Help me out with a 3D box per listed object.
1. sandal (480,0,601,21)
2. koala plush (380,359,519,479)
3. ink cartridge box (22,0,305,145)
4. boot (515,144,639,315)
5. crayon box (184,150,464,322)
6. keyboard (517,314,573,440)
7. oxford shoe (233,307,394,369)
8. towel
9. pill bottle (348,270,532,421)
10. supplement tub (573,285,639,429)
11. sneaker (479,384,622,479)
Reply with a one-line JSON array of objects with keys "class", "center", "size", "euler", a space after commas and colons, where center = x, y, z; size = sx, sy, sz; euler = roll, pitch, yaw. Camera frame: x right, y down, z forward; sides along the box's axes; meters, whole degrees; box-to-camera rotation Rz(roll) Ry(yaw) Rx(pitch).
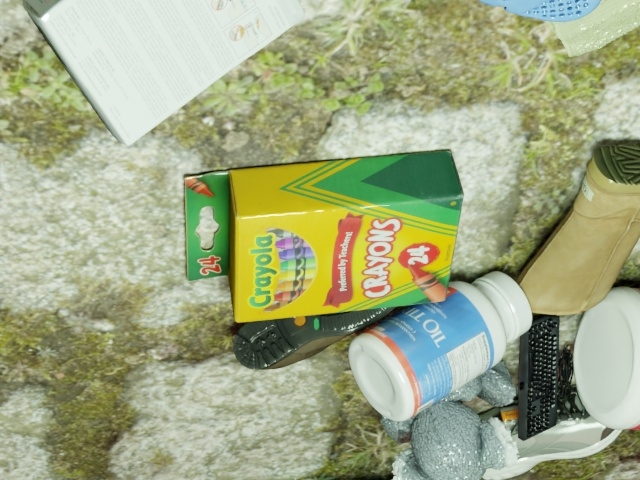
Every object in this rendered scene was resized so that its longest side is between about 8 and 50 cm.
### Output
[{"class": "sandal", "center": [0.160, -0.279, 1.502], "size": [0.317, 0.138, 0.126], "euler": [18, 130, -34]}, {"class": "koala plush", "center": [0.160, 0.239, 2.055], "size": [0.196, 0.221, 0.203], "euler": [-22, 140, 12]}, {"class": "ink cartridge box", "center": [-0.152, -0.229, 1.531], "size": [0.232, 0.066, 0.189], "euler": [-40, 135, -10]}, {"class": "boot", "center": [0.390, -0.012, 1.931], "size": [0.236, 0.089, 0.269], "euler": [4, 141, -13]}, {"class": "crayon box", "center": [0.000, 0.000, 1.838], "size": [0.319, 0.081, 0.202], "euler": [-6, 141, -7]}, {"class": "keyboard", "center": [0.317, 0.187, 2.120], "size": [0.100, 0.038, 0.192], "euler": [-25, 127, -32]}, {"class": "oxford shoe", "center": [0.002, 0.100, 1.977], "size": [0.227, 0.082, 0.096], "euler": [-23, 163, 9]}, {"class": "towel", "center": [0.314, -0.259, 1.651], "size": [0.148, 0.027, 0.110], "euler": [-27, 139, 18]}, {"class": "pill bottle", "center": [0.156, 0.126, 1.951], "size": [0.222, 0.124, 0.124], "euler": [-29, 148, -26]}, {"class": "supplement tub", "center": [0.498, 0.163, 2.073], "size": [0.272, 0.191, 0.191], "euler": [5, 138, -21]}, {"class": "sneaker", "center": [0.327, 0.264, 2.230], "size": [0.272, 0.100, 0.108], "euler": [-24, 134, 14]}]
